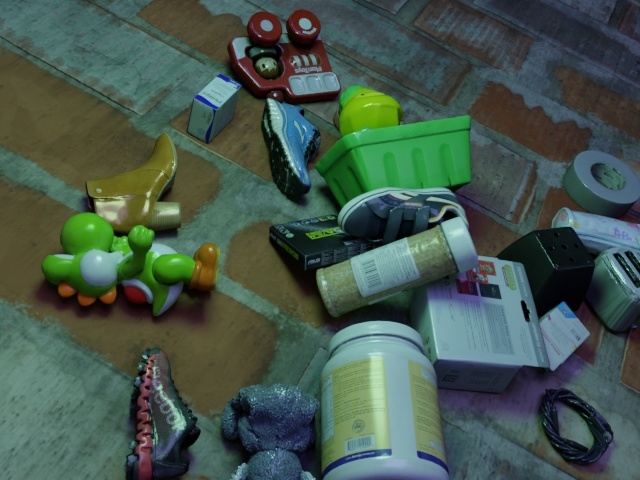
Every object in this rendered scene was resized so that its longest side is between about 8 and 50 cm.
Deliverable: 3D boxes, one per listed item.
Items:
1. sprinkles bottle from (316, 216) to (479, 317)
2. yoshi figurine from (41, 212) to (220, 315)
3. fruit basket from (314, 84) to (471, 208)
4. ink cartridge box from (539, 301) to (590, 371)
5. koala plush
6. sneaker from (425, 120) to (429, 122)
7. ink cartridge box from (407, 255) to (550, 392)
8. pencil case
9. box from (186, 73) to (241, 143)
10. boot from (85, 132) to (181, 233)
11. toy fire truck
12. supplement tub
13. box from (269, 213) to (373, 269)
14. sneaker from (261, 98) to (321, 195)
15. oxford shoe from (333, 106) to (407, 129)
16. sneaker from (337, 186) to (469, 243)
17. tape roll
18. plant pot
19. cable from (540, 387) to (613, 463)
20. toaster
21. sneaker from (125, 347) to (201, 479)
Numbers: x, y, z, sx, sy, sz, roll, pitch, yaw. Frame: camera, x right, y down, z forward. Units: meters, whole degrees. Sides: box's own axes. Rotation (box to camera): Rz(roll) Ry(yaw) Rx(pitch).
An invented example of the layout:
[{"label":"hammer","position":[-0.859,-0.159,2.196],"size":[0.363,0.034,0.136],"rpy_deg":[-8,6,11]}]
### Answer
[{"label":"sprinkles bottle","position":[0.172,0.061,1.725],"size":[0.355,0.121,0.121],"rpy_deg":[-21,53,9]},{"label":"yoshi figurine","position":[-0.406,0.023,1.645],"size":[0.362,0.203,0.203],"rpy_deg":[2,35,-14]},{"label":"fruit basket","position":[0.169,-0.265,1.961],"size":[0.392,0.283,0.392],"rpy_deg":[6,74,-19]},{"label":"ink cartridge box","position":[0.559,0.241,1.849],"size":[0.181,0.061,0.104],"rpy_deg":[-31,79,-37]},{"label":"koala plush","position":[-0.090,0.399,1.437],"size":[0.196,0.203,0.221],"rpy_deg":[10,61,-10]},{"label":"sneaker","position":[0.316,-0.323,2.273],"size":[0.031,0.035,0.083],"rpy_deg":[7,49,-12]},{"label":"ink cartridge box","position":[0.359,0.189,1.789],"size":[0.272,0.130,0.309],"rpy_deg":[7,50,-11]},{"label":"pencil case","position":[0.778,-0.009,2.112],"size":[0.273,0.113,0.124],"rpy_deg":[13,26,-7]},{"label":"box","position":[-0.283,-0.351,2.031],"size":[0.072,0.126,0.137],"rpy_deg":[29,48,5]},{"label":"boot","position":[-0.449,-0.144,1.815],"size":[0.211,0.104,0.295],"rpy_deg":[0,55,-19]},{"label":"toy fire truck","position":[-0.106,-0.515,2.224],"size":[0.302,0.169,0.254],"rpy_deg":[-12,75,-26]},{"label":"supplement tub","position":[0.118,0.351,1.497],"size":[0.241,0.241,0.331],"rpy_deg":[9,49,-11]},{"label":"box","position":[0.000,0.000,1.836],"size":[0.191,0.045,0.184],"rpy_deg":[-11,26,-27]},{"label":"sneaker","position":[-0.060,-0.255,2.026],"size":[0.147,0.130,0.330],"rpy_deg":[-1,51,-16]},{"label":"oxford shoe","position":[0.196,-0.304,2.152],"size":[0.348,0.130,0.123],"rpy_deg":[31,48,8]},{"label":"sneaker","position":[0.205,-0.049,1.789],"size":[0.321,0.126,0.127],"rpy_deg":[-9,43,-23]},{"label":"tape roll","position":[0.849,-0.170,2.302],"size":[0.219,0.072,0.219],"rpy_deg":[9,49,-10]},{"label":"plant pot","position":[0.584,0.067,1.947],"size":[0.188,0.167,0.187],"rpy_deg":[-5,53,-23]},{"label":"cable","position":[0.567,0.417,1.734],"size":[0.150,0.047,0.184],"rpy_deg":[-28,67,-29]},{"label":"toaster","position":[0.774,0.116,1.984],"size":[0.129,0.146,0.227],"rpy_deg":[-6,53,-24]},{"label":"sneaker","position":[-0.298,0.334,1.467],"size":[0.135,0.097,0.276],"rpy_deg":[5,52,-15]}]
